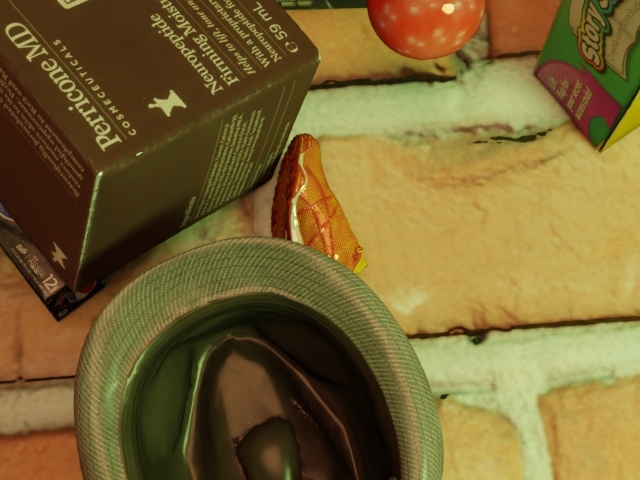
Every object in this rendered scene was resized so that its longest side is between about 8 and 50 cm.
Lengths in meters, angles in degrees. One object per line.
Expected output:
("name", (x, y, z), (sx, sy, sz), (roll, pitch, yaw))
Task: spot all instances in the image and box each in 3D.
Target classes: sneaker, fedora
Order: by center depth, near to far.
("fedora", (-0.042, 0.142, 0.846), (0.243, 0.124, 0.275), (-29, 83, -5))
("sneaker", (0.000, 0.000, 0.934), (0.067, 0.064, 0.175), (-2, 76, -21))

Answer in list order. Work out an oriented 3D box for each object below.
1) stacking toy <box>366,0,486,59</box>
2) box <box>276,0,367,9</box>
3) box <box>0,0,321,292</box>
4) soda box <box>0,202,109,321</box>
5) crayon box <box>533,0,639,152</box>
("stacking toy", (0.061, -0.297, 0.911), (0.141, 0.141, 0.331), (-7, 80, -1))
("box", (0.035, -0.280, 1.002), (0.180, 0.077, 0.147), (-1, 73, 1))
("box", (-0.140, -0.105, 0.875), (0.203, 0.167, 0.168), (-33, 74, -31))
("soda box", (-0.240, -0.021, 0.935), (0.053, 0.060, 0.169), (-37, 76, -14))
("crayon box", (0.329, -0.244, 0.836), (0.313, 0.363, 0.106), (-36, 76, -9))
